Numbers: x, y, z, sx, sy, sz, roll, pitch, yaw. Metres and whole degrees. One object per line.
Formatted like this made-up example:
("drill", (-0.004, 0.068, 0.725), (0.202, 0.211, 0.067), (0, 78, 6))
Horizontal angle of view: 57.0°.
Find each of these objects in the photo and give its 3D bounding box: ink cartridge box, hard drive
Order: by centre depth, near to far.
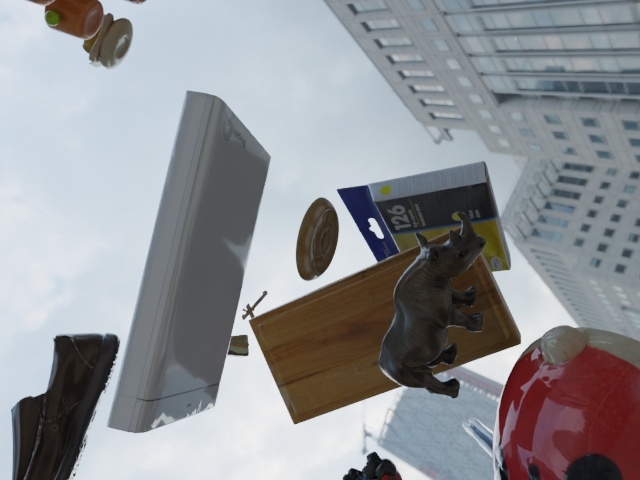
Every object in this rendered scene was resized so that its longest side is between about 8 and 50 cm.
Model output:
("hard drive", (-0.141, 0.033, 0.709), (0.233, 0.047, 0.352), (43, -123, -77))
("ink cartridge box", (0.227, -0.021, 1.261), (0.303, 0.308, 0.072), (56, -149, -47))

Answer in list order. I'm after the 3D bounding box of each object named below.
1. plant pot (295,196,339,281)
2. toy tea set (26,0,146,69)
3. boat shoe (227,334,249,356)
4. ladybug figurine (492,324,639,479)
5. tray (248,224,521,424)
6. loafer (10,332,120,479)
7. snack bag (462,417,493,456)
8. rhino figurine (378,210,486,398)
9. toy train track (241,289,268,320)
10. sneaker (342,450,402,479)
("plant pot", (0.000, 0.000, 1.608), (0.236, 0.033, 0.236), (11, -90, -67))
("toy tea set", (-0.353, -0.380, 0.826), (0.199, 0.124, 0.336), (-63, -1, 2))
("boat shoe", (-0.269, 0.254, 1.504), (0.190, 0.068, 0.072), (15, -112, -37))
("ladybug figurine", (0.300, 0.291, 0.551), (0.162, 0.305, 0.449), (-29, -88, -28))
("tray", (0.098, 0.147, 0.996), (0.202, 0.411, 0.076), (66, -163, 3))
("loafer", (-0.457, 0.319, 0.990), (0.130, 0.133, 0.365), (19, -124, -11))
("snack bag", (0.390, 0.413, 0.886), (0.343, 0.323, 0.037), (38, -94, 1))
("rhino figurine", (0.136, 0.078, 0.700), (0.107, 0.073, 0.243), (7, -65, -7))
("toy train track", (-0.145, 0.139, 1.281), (0.083, 0.014, 0.048), (-48, -37, -30))
("sneaker", (0.045, 0.356, 0.584), (0.135, 0.097, 0.276), (28, -129, -3))
